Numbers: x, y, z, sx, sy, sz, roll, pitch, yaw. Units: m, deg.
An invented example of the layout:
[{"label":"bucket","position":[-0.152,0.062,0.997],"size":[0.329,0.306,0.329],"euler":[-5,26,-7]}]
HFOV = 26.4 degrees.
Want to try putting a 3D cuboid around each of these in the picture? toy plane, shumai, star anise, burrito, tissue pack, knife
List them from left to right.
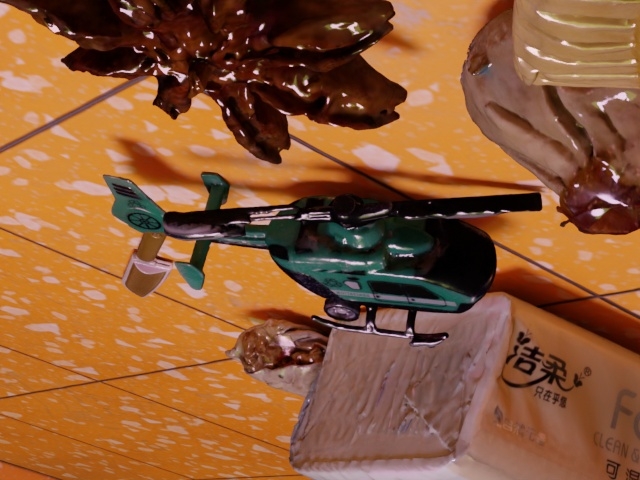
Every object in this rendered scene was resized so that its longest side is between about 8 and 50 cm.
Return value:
[{"label":"knife","position":[-0.181,0.027,1.454],"size":[0.046,0.022,0.256],"euler":[12,160,-11]},{"label":"star anise","position":[-0.077,-0.130,0.886],"size":[0.288,0.088,0.288],"euler":[12,162,4]},{"label":"toy plane","position":[0.000,0.000,1.176],"size":[0.381,0.106,0.155],"euler":[7,153,16]},{"label":"burrito","position":[0.078,0.172,1.613],"size":[0.392,0.076,0.117],"euler":[21,152,-27]},{"label":"tissue pack","position":[0.228,0.218,1.433],"size":[0.405,0.205,0.331],"euler":[25,162,-25]},{"label":"shumai","position":[0.182,-0.064,0.859],"size":[0.201,0.120,0.201],"euler":[8,159,3]}]

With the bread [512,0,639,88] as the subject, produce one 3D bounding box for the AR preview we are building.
[{"label":"bread","position":[0.144,-0.155,0.607],"size":[0.106,0.140,0.236],"euler":[6,162,7]}]
